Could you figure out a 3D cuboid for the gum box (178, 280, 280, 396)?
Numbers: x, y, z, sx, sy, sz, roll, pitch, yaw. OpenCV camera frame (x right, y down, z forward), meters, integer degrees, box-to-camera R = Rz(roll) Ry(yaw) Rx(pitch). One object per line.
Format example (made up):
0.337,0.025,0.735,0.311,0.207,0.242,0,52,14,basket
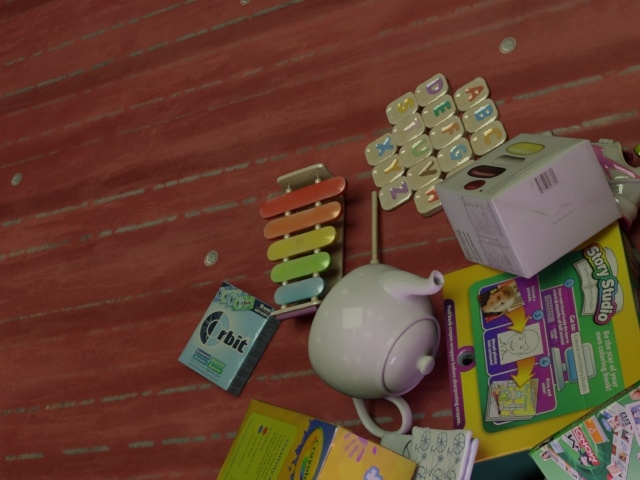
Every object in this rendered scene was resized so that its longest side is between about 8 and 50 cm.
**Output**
-0.177,0.191,2.349,0.157,0.041,0.184,25,82,42,gum box

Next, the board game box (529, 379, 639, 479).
0.471,0.371,1.669,0.214,0.046,0.317,-36,84,16,board game box

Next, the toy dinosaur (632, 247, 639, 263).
0.596,0.111,1.803,0.160,0.121,0.313,-36,45,0,toy dinosaur

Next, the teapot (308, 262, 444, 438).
0.114,0.177,2.024,0.187,0.256,0.252,31,77,35,teapot

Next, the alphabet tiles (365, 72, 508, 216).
0.214,-0.185,2.281,0.278,0.021,0.284,-29,52,20,alphabet tiles

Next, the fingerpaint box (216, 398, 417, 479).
-0.070,0.507,1.933,0.371,0.163,0.444,-3,61,66,fingerpaint box

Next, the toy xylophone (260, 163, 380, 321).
0.000,0.000,2.291,0.236,0.081,0.322,-24,54,27,toy xylophone

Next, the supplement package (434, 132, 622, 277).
0.330,-0.062,1.930,0.194,0.149,0.203,-31,17,-15,supplement package

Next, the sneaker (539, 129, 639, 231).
0.467,-0.121,2.019,0.111,0.103,0.252,-43,50,-2,sneaker

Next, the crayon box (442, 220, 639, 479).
0.363,0.178,1.886,0.313,0.106,0.362,-18,49,22,crayon box

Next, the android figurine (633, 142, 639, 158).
0.650,-0.198,1.947,0.273,0.056,0.248,-43,48,10,android figurine

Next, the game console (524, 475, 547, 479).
0.314,0.444,1.858,0.213,0.044,0.361,12,75,38,game console

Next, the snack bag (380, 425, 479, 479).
0.124,0.445,1.864,0.342,0.037,0.323,163,124,-69,snack bag
